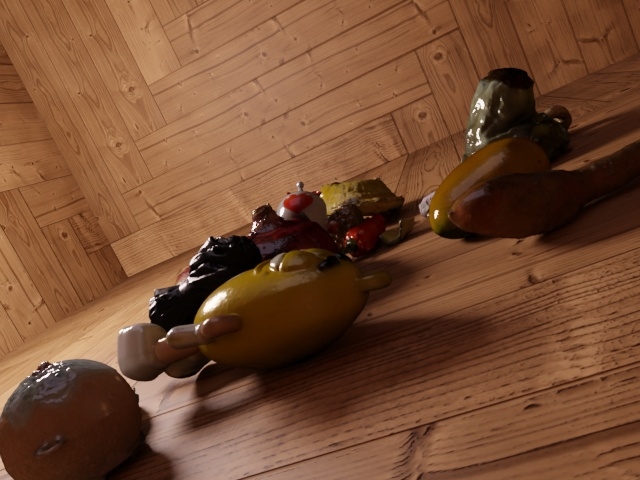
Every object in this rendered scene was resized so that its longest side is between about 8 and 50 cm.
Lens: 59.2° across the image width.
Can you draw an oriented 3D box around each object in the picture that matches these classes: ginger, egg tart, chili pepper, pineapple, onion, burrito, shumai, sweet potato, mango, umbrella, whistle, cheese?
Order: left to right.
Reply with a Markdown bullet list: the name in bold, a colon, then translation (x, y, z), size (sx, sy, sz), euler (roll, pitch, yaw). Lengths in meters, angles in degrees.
- **whistle**: translation (-0.350, 0.252, 0.833), size (0.189, 0.189, 0.348), euler (-27, -1, -8)
- **umbrella**: translation (-0.241, 0.110, 1.019), size (0.340, 0.118, 0.118), euler (-40, 3, 22)
- **onion**: translation (-0.085, 0.033, 1.141), size (0.252, 0.219, 0.252), euler (-17, 0, 0)
- **pineapple**: translation (0.000, 0.000, 1.458), size (0.251, 0.125, 0.125), euler (-27, 8, 21)
- **egg tart**: translation (0.096, -0.118, 1.618), size (0.290, 0.115, 0.290), euler (-8, 1, 0)
- **chili pepper**: translation (0.110, -0.013, 1.339), size (0.063, 0.071, 0.272), euler (-42, -3, 33)
- **cheese**: translation (0.182, -0.020, 1.293), size (0.084, 0.041, 0.060), euler (-37, -6, 34)
- **burrito**: translation (0.330, -0.112, 1.350), size (0.203, 0.064, 0.064), euler (-26, 9, 17)
- **mango**: translation (0.315, -0.099, 1.082), size (0.254, 0.139, 0.175), euler (-31, 6, 4)
- **shumai**: translation (0.448, -0.295, 1.441), size (0.304, 0.263, 0.309), euler (-16, 13, 35)
- **ginger**: translation (0.609, -0.305, 1.622), size (0.149, 0.065, 0.258), euler (4, -20, -30)
- **sweet potato**: translation (0.380, -0.075, 0.909), size (0.385, 0.109, 0.109), euler (-15, 7, -14)

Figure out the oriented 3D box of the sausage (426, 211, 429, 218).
- **sausage**: translation (0.302, -0.069, 1.296), size (0.132, 0.024, 0.024), euler (-16, 13, 47)

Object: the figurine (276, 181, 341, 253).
- **figurine**: translation (-0.050, -0.042, 1.359), size (0.183, 0.160, 0.226), euler (-22, 41, 20)

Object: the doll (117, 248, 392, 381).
- **doll**: translation (-0.110, 0.132, 0.900), size (0.423, 0.161, 0.348), euler (-19, -7, -5)

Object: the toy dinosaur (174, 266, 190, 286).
- **toy dinosaur**: translation (-0.329, 0.115, 1.769), size (0.327, 0.113, 0.206), euler (-35, 35, 5)

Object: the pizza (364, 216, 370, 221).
- **pizza**: translation (0.085, -0.029, 1.570), size (0.175, 0.046, 0.134), euler (-18, 12, 37)
